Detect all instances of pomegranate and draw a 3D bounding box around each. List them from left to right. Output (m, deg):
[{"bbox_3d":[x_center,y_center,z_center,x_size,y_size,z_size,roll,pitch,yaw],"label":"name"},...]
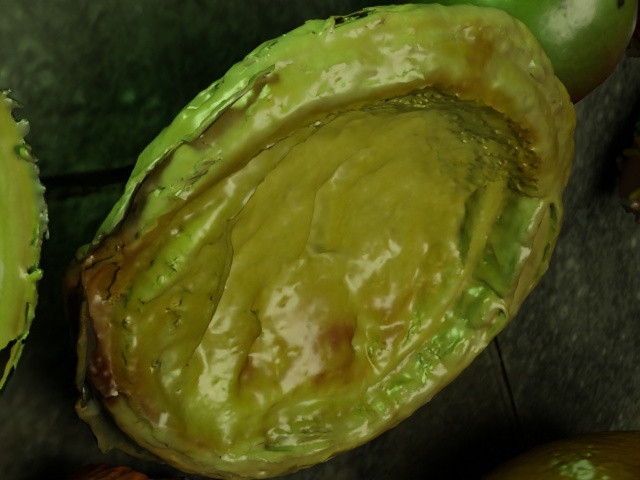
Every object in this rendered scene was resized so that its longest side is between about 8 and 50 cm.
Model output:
[{"bbox_3d":[0.085,-0.129,0.610,0.159,0.129,0.129,12,96,-30],"label":"pomegranate"}]

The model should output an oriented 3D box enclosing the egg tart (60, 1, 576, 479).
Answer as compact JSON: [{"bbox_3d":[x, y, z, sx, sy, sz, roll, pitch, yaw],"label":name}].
[{"bbox_3d":[0.000,0.000,0.564,0.279,0.095,0.279,-22,135,-24],"label":"egg tart"}]

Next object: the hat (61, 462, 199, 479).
[{"bbox_3d":[-0.073,0.158,0.588,0.162,0.093,0.112,-6,120,-64],"label":"hat"}]

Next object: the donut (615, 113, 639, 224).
[{"bbox_3d":[0.305,-0.038,0.901,0.199,0.085,0.233,-50,134,-21],"label":"donut"}]

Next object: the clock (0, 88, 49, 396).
[{"bbox_3d":[-0.231,0.016,0.361,0.293,0.071,0.277,-16,127,-33],"label":"clock"}]

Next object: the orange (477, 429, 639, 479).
[{"bbox_3d":[0.188,0.248,0.765,0.310,0.274,0.274,-60,153,-69],"label":"orange"}]

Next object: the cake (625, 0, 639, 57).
[{"bbox_3d":[0.168,-0.184,0.648,0.160,0.158,0.262,-31,126,-32],"label":"cake"}]
